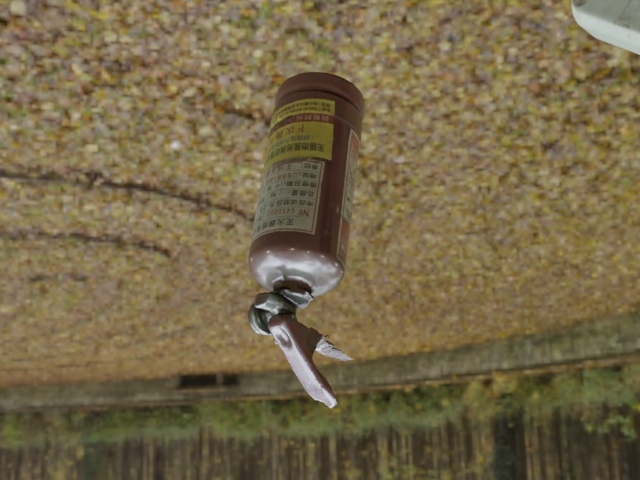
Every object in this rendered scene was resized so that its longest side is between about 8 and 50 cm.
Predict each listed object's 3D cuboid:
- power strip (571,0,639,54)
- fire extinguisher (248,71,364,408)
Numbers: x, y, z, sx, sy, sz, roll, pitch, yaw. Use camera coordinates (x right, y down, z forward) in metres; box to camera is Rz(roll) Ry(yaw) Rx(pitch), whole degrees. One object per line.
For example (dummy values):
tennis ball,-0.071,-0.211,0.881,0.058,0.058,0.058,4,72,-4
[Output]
power strip,0.271,-0.147,0.575,0.046,0.118,0.270,22,-169,-46
fire extinguisher,0.001,-0.004,0.733,0.106,0.252,0.075,18,148,-19
